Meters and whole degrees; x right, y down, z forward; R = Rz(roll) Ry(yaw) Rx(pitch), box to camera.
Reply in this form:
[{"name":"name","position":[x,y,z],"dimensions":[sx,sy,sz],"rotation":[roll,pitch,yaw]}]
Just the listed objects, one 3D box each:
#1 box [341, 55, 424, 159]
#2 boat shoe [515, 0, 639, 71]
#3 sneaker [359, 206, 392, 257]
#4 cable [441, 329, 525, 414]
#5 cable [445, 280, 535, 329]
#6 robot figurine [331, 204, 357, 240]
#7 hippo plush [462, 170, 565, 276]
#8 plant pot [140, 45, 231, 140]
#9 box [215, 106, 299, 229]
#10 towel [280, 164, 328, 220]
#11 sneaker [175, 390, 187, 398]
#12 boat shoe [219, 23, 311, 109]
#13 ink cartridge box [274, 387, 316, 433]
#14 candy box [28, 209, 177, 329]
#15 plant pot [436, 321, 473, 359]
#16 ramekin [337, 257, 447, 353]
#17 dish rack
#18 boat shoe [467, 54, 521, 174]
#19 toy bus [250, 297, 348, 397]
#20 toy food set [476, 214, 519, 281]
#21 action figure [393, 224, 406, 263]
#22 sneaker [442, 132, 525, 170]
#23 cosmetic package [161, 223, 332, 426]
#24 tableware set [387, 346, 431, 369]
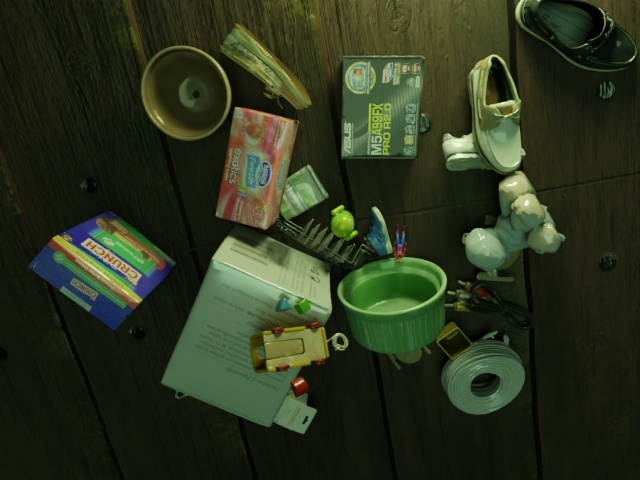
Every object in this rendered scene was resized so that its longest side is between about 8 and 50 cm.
[{"name":"box","position":[0.164,-0.359,1.288],"dimensions":[0.216,0.060,0.270],"rotation":[1,107,2]},{"name":"boat shoe","position":[0.664,-0.527,1.184],"dimensions":[0.339,0.113,0.127],"rotation":[29,106,-6]},{"name":"sneaker","position":[0.153,-0.019,1.394],"dimensions":[0.084,0.058,0.152],"rotation":[-20,112,0]},{"name":"cable","position":[0.515,0.434,1.486],"dimensions":[0.257,0.089,0.257],"rotation":[-29,115,10]},{"name":"cable","position":[0.535,0.188,1.443],"dimensions":[0.286,0.072,0.140],"rotation":[13,123,-10]},{"name":"robot figurine","position":[0.064,-0.048,1.359],"dimensions":[0.067,0.115,0.101],"rotation":[-24,104,10]},{"name":"hippo plush","position":[0.496,-0.037,1.291],"dimensions":[0.236,0.294,0.235],"rotation":[-32,80,27]},{"name":"plant pot","position":[-0.351,-0.394,1.276],"dimensions":[0.237,0.110,0.238],"rotation":[1,106,3]},{"name":"box","position":[-0.172,-0.199,1.299],"dimensions":[0.153,0.142,0.300],"rotation":[16,106,5]},{"name":"towel","position":[-0.067,-0.136,1.387],"dimensions":[0.151,0.023,0.113],"rotation":[-30,103,11]},{"name":"sneaker","position":[-0.401,0.457,1.554],"dimensions":[0.185,0.084,0.069],"rotation":[-41,101,14]},{"name":"boat shoe","position":[-0.142,-0.446,1.262],"dimensions":[0.285,0.104,0.089],"rotation":[46,109,0]},{"name":"ink cartridge box","position":[-0.119,0.551,1.579],"dimensions":[0.198,0.067,0.115],"rotation":[27,107,-4]},{"name":"candy box","position":[-0.584,0.069,1.321],"dimensions":[0.268,0.317,0.122],"rotation":[41,105,-10]},{"name":"plant pot","position":[0.409,0.302,1.467],"dimensions":[0.081,0.083,0.081],"rotation":[-39,101,13]},{"name":"ramekin","position":[0.209,0.182,1.335],"dimensions":[0.303,0.303,0.148],"rotation":[-10,114,6]},{"name":"dish rack","position":[0.000,0.000,1.326],"dimensions":[0.271,0.208,0.074],"rotation":[31,80,-5]},{"name":"boat shoe","position":[0.450,-0.321,1.205],"dimensions":[0.113,0.103,0.303],"rotation":[-14,83,-4]},{"name":"toy bus","position":[-0.068,0.256,1.124],"dimensions":[0.202,0.191,0.104],"rotation":[44,146,-12]},{"name":"toy food set","position":[0.527,0.025,1.406],"dimensions":[0.132,0.038,0.192],"rotation":[6,97,-5]},{"name":"action figure","position":[0.235,0.011,1.394],"dimensions":[0.038,0.030,0.115],"rotation":[5,85,-4]},{"name":"sneaker","position":[0.451,-0.252,1.297],"dimensions":[0.234,0.090,0.095],"rotation":[-1,65,-12]},{"name":"cosmetic package","position":[-0.194,0.225,1.344],"dimensions":[0.327,0.329,0.394],"rotation":[24,107,-7]},{"name":"tableware set","position":[0.249,0.305,1.502],"dimensions":[0.128,0.039,0.194],"rotation":[-35,97,24]}]
